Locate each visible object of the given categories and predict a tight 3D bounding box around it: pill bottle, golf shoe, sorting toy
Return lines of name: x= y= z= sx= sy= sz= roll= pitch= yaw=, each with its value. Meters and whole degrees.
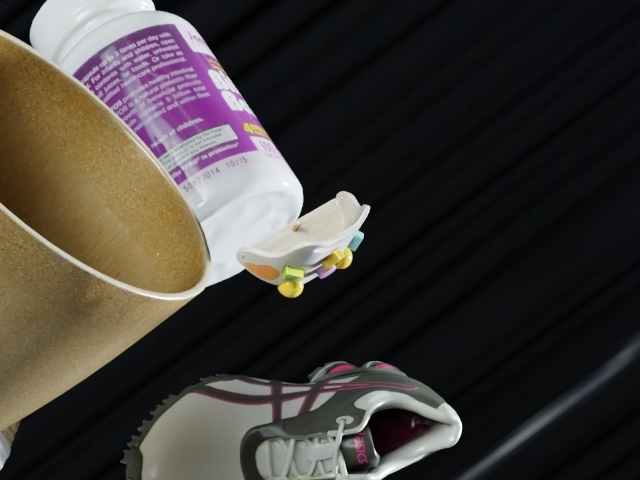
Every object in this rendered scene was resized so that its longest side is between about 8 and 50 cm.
pill bottle: x=-0.159 y=-0.115 z=1.840 sx=0.301 sy=0.169 sz=0.169 roll=56 pitch=6 yaw=22
golf shoe: x=-0.021 y=0.153 z=1.474 sx=0.120 sy=0.273 sz=0.105 roll=9 pitch=-70 yaw=59
sorting toy: x=0.000 y=0.000 z=1.194 sx=0.045 sy=0.083 sz=0.075 roll=59 pitch=-22 yaw=2

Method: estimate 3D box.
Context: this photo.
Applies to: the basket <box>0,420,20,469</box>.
basket: x=-0.307 y=0.114 z=1.388 sx=0.113 sy=0.167 sz=0.103 roll=64 pitch=26 yaw=-24

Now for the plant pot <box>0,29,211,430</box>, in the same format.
plant pot: x=-0.236 y=0.033 z=1.154 sx=0.237 sy=0.254 sz=0.237 roll=39 pitch=18 yaw=-15
